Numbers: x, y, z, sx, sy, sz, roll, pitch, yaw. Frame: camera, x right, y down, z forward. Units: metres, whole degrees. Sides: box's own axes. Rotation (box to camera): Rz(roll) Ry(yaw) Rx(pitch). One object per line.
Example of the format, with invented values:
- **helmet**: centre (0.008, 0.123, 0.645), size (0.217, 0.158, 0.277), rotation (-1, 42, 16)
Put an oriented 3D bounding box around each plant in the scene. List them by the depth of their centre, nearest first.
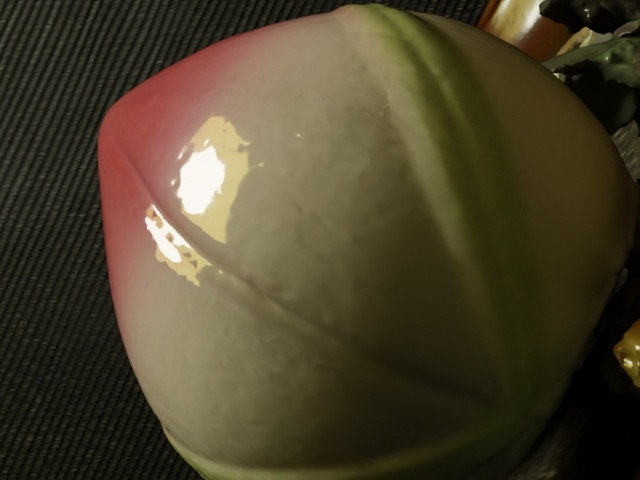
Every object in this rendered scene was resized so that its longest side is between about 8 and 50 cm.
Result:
- **plant**: centre (0.230, -0.160, 0.758), size (0.203, 0.142, 0.131), rotation (-57, 10, -13)

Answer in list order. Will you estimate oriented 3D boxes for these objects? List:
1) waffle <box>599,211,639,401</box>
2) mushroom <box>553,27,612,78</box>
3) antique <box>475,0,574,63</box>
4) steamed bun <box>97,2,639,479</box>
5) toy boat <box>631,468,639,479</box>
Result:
- **waffle**: centre (0.213, -0.060, 0.547), size (0.325, 0.068, 0.302), rotation (72, -140, -82)
- **mushroom**: centre (0.269, -0.210, 0.972), size (0.209, 0.072, 0.094), rotation (-62, 5, 6)
- **antique**: centre (0.241, -0.231, 1.132), size (0.278, 0.129, 0.223), rotation (-61, 3, 40)
- **steamed bun**: centre (0.000, 0.000, 0.633), size (0.309, 0.309, 0.309), rotation (-156, 90, -87)
- **toy boat**: centre (0.151, 0.156, 0.491), size (0.122, 0.034, 0.096), rotation (-72, 1, -54)
